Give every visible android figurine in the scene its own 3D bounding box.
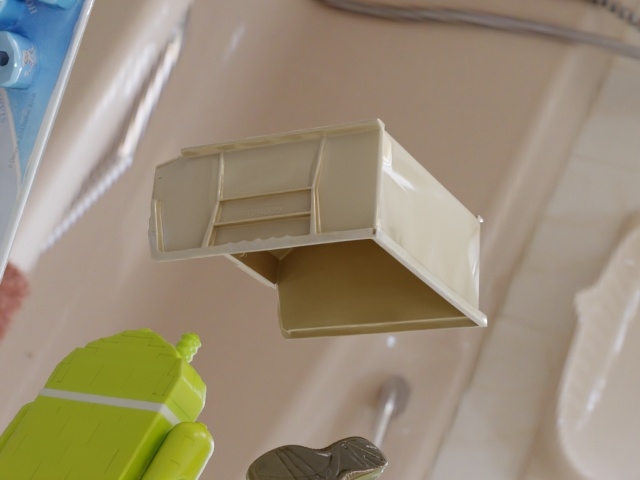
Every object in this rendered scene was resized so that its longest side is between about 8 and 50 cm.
[{"bbox_3d":[-0.201,0.184,1.317,0.056,0.248,0.273,55,51,-35],"label":"android figurine"}]

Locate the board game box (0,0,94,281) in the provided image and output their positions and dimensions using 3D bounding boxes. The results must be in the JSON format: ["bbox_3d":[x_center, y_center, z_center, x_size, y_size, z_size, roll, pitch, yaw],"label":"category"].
[{"bbox_3d":[-0.359,-0.024,0.762,0.050,0.390,0.390,-73,-177,-83],"label":"board game box"}]

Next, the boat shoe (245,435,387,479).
[{"bbox_3d":[-0.007,0.200,1.236,0.153,0.056,0.048,-7,133,-51],"label":"boat shoe"}]

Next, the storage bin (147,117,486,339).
[{"bbox_3d":[0.000,0.000,1.497,0.262,0.260,0.123,36,53,-55],"label":"storage bin"}]
